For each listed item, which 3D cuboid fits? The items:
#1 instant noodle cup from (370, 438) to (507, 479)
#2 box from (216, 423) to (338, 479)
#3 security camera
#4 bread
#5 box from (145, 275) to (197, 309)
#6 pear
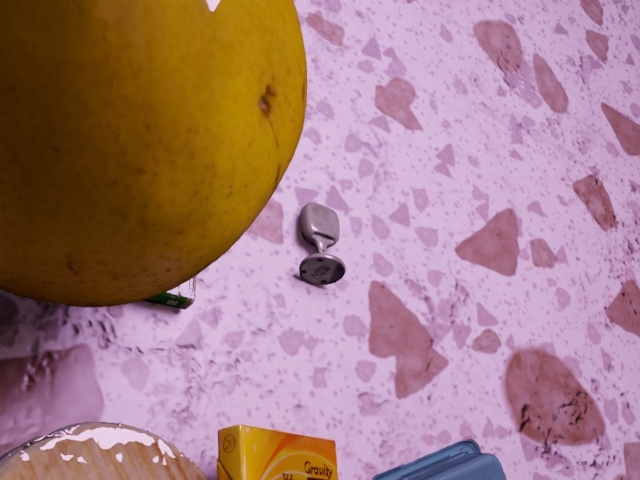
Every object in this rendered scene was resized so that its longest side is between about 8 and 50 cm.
[{"bbox_3d":[0.151,0.310,1.117,0.179,0.070,0.157,-12,78,-38],"label":"instant noodle cup"},{"bbox_3d":[-0.035,0.322,0.979,0.152,0.043,0.269,24,54,-48],"label":"box"},{"bbox_3d":[0.000,0.000,1.179,0.058,0.058,0.092,21,46,-24],"label":"security camera"},{"bbox_3d":[-0.203,0.291,0.910,0.266,0.040,0.267,14,62,-28],"label":"bread"},{"bbox_3d":[-0.236,-0.016,1.035,0.235,0.034,0.132,14,61,-26],"label":"box"},{"bbox_3d":[-0.191,-0.134,0.840,0.362,0.418,0.362,13,42,-12],"label":"pear"}]
